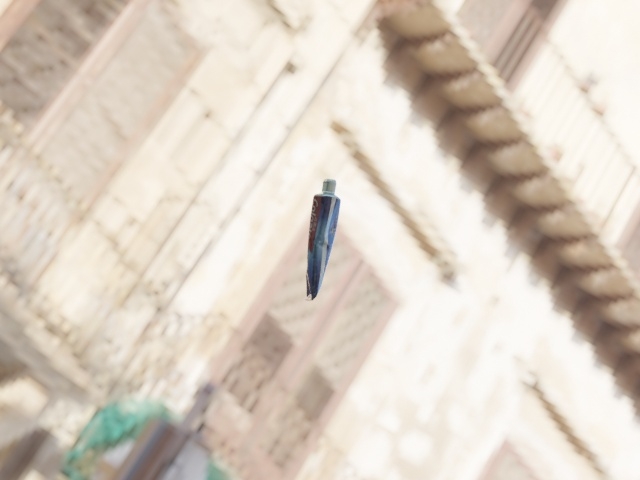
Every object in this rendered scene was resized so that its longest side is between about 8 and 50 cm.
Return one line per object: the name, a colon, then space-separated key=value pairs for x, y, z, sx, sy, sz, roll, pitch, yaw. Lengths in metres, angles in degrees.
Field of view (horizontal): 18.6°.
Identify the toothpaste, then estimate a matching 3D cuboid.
toothpaste: x=0.000 y=0.000 z=1.287 sx=0.019 sy=0.083 sz=0.027 roll=11 pitch=-9 yaw=-10
